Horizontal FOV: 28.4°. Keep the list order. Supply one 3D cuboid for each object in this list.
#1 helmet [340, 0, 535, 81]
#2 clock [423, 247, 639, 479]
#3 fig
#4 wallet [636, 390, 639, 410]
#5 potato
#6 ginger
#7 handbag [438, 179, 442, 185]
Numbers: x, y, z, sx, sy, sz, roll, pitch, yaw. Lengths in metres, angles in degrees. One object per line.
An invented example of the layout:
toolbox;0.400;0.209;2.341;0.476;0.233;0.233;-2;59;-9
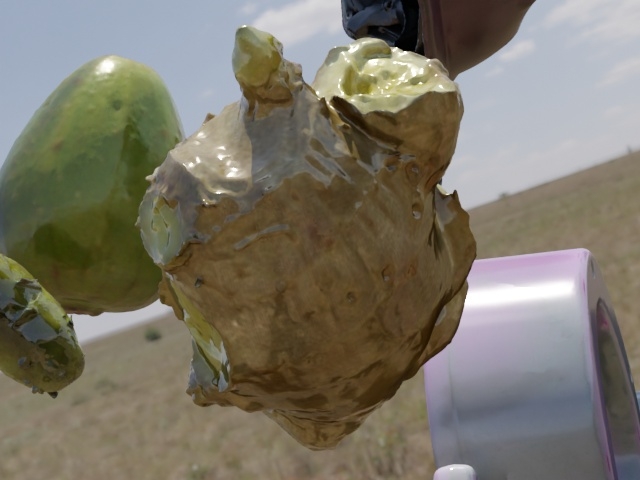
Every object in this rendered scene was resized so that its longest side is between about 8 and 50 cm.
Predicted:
helmet;0.123;-0.298;1.268;0.197;0.271;0.338;-18;27;-11
clock;0.150;0.175;0.797;0.102;0.339;0.338;-10;1;16
fig;-0.277;-0.068;1.577;0.258;0.326;0.258;8;4;-1
wallet;0.307;0.182;1.071;0.168;0.052;0.245;-1;14;6
potato;-0.353;0.081;1.378;0.117;0.225;0.090;-53;6;-6
ginger;0.000;0.000;0.533;0.157;0.216;0.102;-31;45;-13
handbag;0.125;-0.068;1.874;0.095;0.117;0.173;14;-23;3
